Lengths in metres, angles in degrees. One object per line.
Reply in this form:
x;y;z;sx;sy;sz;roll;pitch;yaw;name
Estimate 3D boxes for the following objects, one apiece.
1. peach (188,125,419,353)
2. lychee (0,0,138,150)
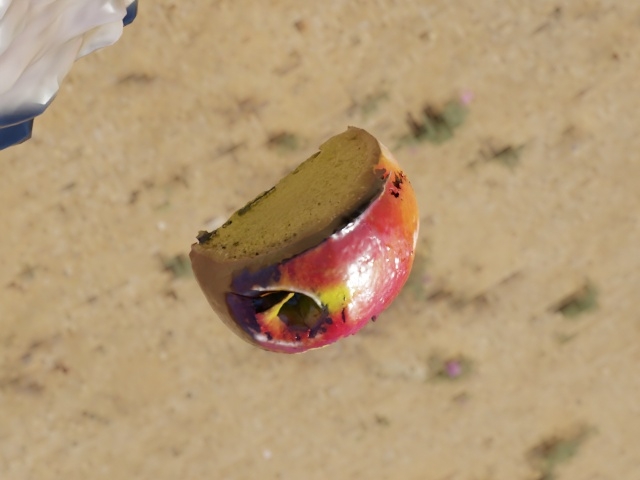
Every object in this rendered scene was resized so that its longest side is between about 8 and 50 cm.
0.001;0.006;1.196;0.127;0.092;0.172;-10;-153;33;peach
-0.183;-0.181;0.523;0.432;0.380;0.380;-47;159;-19;lychee
